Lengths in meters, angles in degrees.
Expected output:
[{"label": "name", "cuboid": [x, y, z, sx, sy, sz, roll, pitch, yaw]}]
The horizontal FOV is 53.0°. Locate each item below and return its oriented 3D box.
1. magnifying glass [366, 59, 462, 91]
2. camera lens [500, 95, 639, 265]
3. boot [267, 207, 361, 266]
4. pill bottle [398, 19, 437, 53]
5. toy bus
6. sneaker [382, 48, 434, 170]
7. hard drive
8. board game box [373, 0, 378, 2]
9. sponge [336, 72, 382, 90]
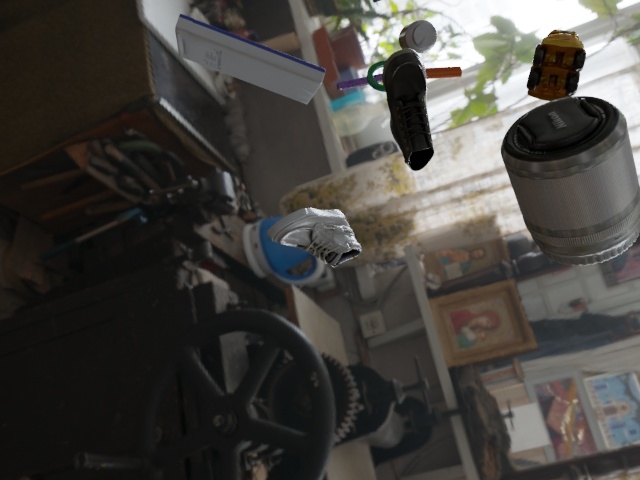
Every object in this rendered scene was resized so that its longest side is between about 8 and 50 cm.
[{"label": "magnifying glass", "cuboid": [0.228, -0.405, 1.567, 0.026, 0.231, 0.092, 84, 1, -59]}, {"label": "camera lens", "cuboid": [0.479, -0.116, 1.217, 0.219, 0.220, 0.274, -89, 154, -53]}, {"label": "boot", "cuboid": [0.000, 0.000, 1.434, 0.258, 0.095, 0.123, -10, 61, -52]}, {"label": "pill bottle", "cuboid": [0.318, -0.656, 2.069, 0.184, 0.103, 0.103, -108, 176, -75]}, {"label": "toy bus", "cuboid": [0.735, -0.571, 1.970, 0.220, 0.150, 0.211, 78, 30, -58]}, {"label": "sneaker", "cuboid": [0.172, -0.236, 1.174, 0.222, 0.083, 0.118, 72, 2, -54]}, {"label": "hard drive", "cuboid": [-0.159, -0.397, 1.430, 0.210, 0.319, 0.040, 179, -70, -80]}, {"label": "board game box", "cuboid": [0.200, -0.860, 2.015, 0.201, 0.136, 0.035, 59, 31, -45]}, {"label": "sponge", "cuboid": [0.167, -0.612, 2.465, 0.117, 0.210, 0.031, -92, 171, -80]}]
